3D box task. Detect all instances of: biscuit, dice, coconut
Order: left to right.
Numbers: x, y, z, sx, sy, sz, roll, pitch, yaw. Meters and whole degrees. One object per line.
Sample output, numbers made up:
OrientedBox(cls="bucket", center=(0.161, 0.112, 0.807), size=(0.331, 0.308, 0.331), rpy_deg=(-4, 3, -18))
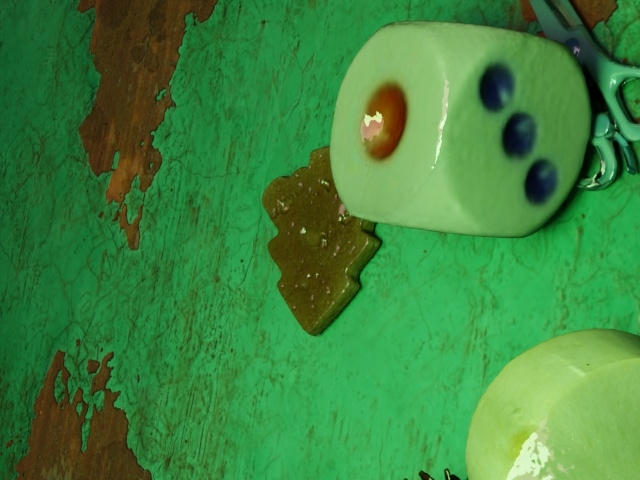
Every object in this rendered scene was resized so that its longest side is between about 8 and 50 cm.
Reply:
OrientedBox(cls="biscuit", center=(0.001, 0.000, 1.862), size=(0.278, 0.043, 0.302), rpy_deg=(3, 82, 44))
OrientedBox(cls="dice", center=(0.179, -0.142, 1.538), size=(0.243, 0.251, 0.259), rpy_deg=(18, 101, 55))
OrientedBox(cls="coconut", center=(0.311, 0.251, 1.265), size=(0.323, 0.323, 0.323), rpy_deg=(-15, 69, 43))

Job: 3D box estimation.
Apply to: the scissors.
OrientedBox(cls="scissors", center=(0.340, -0.244, 1.585), size=(0.180, 0.032, 0.393), rpy_deg=(-40, 54, 33))

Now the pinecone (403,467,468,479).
OrientedBox(cls="pinecone", center=(0.138, 0.425, 1.486), size=(0.246, 0.246, 0.292), rpy_deg=(22, 80, 47))
